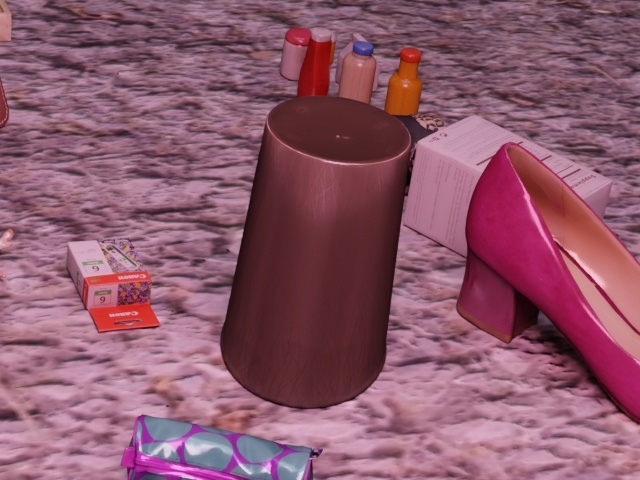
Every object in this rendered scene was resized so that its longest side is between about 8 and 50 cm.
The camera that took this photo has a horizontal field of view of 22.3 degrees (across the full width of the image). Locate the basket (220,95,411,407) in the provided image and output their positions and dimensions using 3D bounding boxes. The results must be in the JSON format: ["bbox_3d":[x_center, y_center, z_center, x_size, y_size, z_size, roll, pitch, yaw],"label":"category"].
[{"bbox_3d":[0.000,0.000,1.445,0.154,0.227,0.204,11,32,3],"label":"basket"}]

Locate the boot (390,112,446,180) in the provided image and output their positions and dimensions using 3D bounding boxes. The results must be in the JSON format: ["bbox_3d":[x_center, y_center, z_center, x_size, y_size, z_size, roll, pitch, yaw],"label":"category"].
[{"bbox_3d":[0.059,-0.083,1.729,0.179,0.085,0.236,2,27,-12],"label":"boot"}]

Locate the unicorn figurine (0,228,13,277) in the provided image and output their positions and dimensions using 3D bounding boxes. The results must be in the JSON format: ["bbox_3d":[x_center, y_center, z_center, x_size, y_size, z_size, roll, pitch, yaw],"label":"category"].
[{"bbox_3d":[-0.362,-0.020,1.543,0.111,0.060,0.162,-9,35,-28],"label":"unicorn figurine"}]

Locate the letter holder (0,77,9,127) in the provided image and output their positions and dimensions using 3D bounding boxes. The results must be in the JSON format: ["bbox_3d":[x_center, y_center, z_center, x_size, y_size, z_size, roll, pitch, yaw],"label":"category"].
[{"bbox_3d":[-0.487,-0.172,1.680,0.152,0.214,0.302,-11,9,30],"label":"letter holder"}]

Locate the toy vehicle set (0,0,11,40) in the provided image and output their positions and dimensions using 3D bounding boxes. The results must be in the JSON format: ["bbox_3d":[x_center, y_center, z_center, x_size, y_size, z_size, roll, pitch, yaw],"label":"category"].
[{"bbox_3d":[-0.524,-0.289,1.967,0.267,0.035,0.166,-5,34,-22],"label":"toy vehicle set"}]

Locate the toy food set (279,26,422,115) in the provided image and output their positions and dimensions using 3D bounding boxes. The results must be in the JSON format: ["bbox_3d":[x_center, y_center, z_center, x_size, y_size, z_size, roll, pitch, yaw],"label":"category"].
[{"bbox_3d":[0.028,-0.218,1.929,0.111,0.104,0.232,-7,35,-25],"label":"toy food set"}]

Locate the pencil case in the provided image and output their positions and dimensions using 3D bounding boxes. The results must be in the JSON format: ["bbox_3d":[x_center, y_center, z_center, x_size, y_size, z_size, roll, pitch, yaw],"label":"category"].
[{"bbox_3d":[-0.078,0.181,1.281,0.152,0.064,0.070,10,6,3],"label":"pencil case"}]

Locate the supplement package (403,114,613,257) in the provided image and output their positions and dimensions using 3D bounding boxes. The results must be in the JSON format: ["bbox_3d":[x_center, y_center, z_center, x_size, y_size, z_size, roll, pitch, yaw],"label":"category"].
[{"bbox_3d":[0.192,-0.039,1.679,0.179,0.105,0.105,29,36,29],"label":"supplement package"}]

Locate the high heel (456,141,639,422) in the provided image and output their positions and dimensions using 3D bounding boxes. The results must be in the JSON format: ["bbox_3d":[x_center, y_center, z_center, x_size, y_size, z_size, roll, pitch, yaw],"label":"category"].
[{"bbox_3d":[0.295,0.054,1.476,0.377,0.181,0.127,22,33,21],"label":"high heel"}]

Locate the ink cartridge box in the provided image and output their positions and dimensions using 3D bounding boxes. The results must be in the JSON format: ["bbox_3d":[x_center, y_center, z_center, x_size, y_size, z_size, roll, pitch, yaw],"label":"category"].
[{"bbox_3d":[-0.193,0.040,1.518,0.063,0.029,0.115,-5,33,-23],"label":"ink cartridge box"}]
